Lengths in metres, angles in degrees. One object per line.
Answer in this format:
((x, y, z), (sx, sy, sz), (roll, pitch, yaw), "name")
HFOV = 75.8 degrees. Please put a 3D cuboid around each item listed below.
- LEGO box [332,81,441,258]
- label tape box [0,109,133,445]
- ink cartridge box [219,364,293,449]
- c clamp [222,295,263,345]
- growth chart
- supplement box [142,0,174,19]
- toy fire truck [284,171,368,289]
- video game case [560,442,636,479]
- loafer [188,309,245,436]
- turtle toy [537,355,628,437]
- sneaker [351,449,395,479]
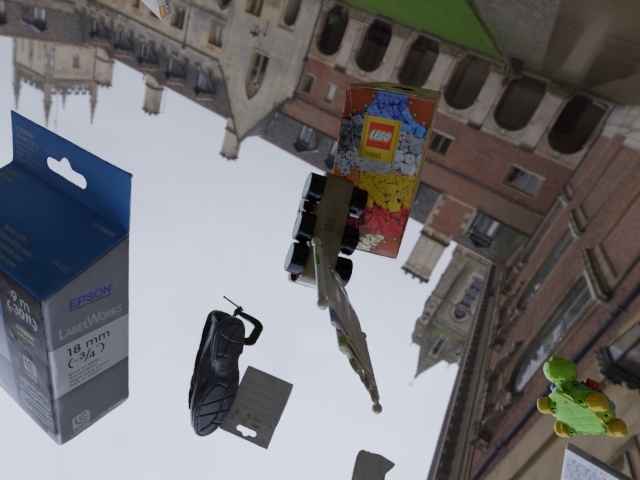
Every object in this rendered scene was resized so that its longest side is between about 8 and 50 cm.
((0.186, -0.227, 1.130), (0.193, 0.371, 0.500), (15, -155, 12), "LEGO box")
((-0.349, 0.043, 0.500), (0.241, 0.333, 0.106), (26, -150, 23), "label tape box")
((-0.173, 0.460, 1.142), (0.146, 0.045, 0.179), (23, -115, 3), "ink cartridge box")
((-0.216, 0.217, 1.079), (0.137, 0.022, 0.160), (31, -165, -8), "c clamp")
((0.041, 0.128, 0.608), (0.021, 0.237, 0.171), (-20, -151, 10), "growth chart")
((-0.350, -0.516, 0.847), (0.098, 0.062, 0.036), (45, -111, 6), "supplement box")
((0.000, 0.000, 0.864), (0.159, 0.216, 0.246), (17, 166, -16), "toy fire truck")
((0.500, 0.444, 0.718), (0.019, 0.157, 0.143), (-35, -143, -28), "video game case")
((-0.256, 0.312, 0.989), (0.095, 0.302, 0.109), (22, -169, 42), "loafer")
((0.373, 0.229, 0.600), (0.130, 0.095, 0.066), (52, -133, -8), "turtle toy")
((0.100, 0.549, 0.834), (0.094, 0.080, 0.212), (6, -115, 22), "sneaker")
